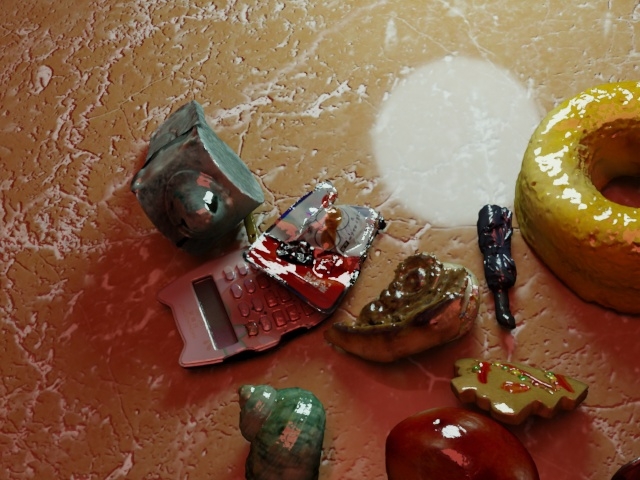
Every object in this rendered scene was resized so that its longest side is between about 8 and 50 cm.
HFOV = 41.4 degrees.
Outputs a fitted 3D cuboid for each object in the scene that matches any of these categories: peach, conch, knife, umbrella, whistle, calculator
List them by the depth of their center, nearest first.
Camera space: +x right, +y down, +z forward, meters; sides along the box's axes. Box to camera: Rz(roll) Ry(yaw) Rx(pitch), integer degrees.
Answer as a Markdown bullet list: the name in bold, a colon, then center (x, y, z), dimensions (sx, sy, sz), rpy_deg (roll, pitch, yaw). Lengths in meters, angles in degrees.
- **peach**: center (0.211, 0.351, 1.255), dimensions (0.243, 0.243, 0.199), rpy_deg (27, 62, 22)
- **conch**: center (-0.067, 0.322, 1.385), dimensions (0.176, 0.122, 0.188), rpy_deg (-39, 55, 13)
- **umbrella**: center (0.318, 0.043, 1.524), dimensions (0.071, 0.071, 0.248), rpy_deg (0, 61, 8)
- **calculator**: center (-0.124, 0.111, 1.563), dimensions (0.329, 0.048, 0.220), rpy_deg (-21, 57, -7)
- **whistle**: center (-0.259, -0.142, 1.627), dimensions (0.168, 0.188, 0.405), rpy_deg (-40, 55, 11)
- **knife**: center (-0.164, -0.086, 1.680), dimensions (0.046, 0.022, 0.256), rpy_deg (-19, 51, -1)

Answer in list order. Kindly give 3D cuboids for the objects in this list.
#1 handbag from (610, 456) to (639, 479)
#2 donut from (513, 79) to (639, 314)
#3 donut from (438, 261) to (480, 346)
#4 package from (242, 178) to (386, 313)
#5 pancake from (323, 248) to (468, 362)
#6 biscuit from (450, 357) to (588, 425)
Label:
- **handbag**: center (0.514, 0.321, 1.207), dimensions (0.260, 0.275, 0.084), rpy_deg (-36, 62, -11)
- **donut**: center (0.530, -0.104, 1.509), dimensions (0.377, 0.163, 0.435), rpy_deg (9, 63, 21)
- **donut**: center (0.230, 0.116, 1.483), dimensions (0.108, 0.065, 0.166), rpy_deg (3, 55, 38)
- **package**: center (0.000, 0.000, 1.577), dimensions (0.194, 0.071, 0.269), rpy_deg (27, 58, 13)
- **pancake**: center (0.145, 0.127, 1.446), dimensions (0.257, 0.056, 0.212), rpy_deg (-47, 37, -1)
- **biscuit**: center (0.325, 0.235, 1.365), dimensions (0.238, 0.041, 0.212), rpy_deg (1, 13, -14)
